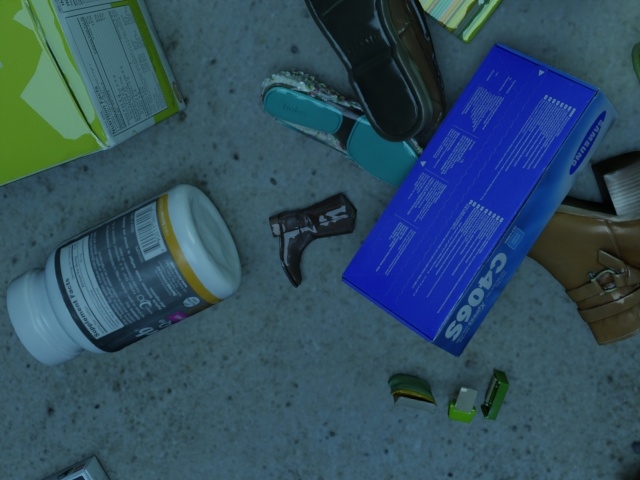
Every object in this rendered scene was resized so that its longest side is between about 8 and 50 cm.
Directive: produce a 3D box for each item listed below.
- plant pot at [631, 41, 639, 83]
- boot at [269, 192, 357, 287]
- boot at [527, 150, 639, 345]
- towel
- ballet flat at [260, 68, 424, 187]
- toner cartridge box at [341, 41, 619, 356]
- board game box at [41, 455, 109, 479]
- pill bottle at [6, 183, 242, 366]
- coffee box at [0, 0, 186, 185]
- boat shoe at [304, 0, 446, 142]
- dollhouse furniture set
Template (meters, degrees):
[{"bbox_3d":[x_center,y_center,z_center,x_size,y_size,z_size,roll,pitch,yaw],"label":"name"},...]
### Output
[{"bbox_3d":[0.541,-0.185,1.374,0.254,0.276,0.276,-36,97,4],"label":"plant pot"},{"bbox_3d":[0.000,0.000,1.598,0.114,0.037,0.106,-16,104,7],"label":"boot"},{"bbox_3d":[0.317,0.030,1.536,0.283,0.109,0.220,-20,105,5],"label":"boot"},{"bbox_3d":[0.119,-0.350,1.481,0.237,0.021,0.102,36,103,-10],"label":"towel"},{"bbox_3d":[0.039,-0.151,1.529,0.241,0.077,0.091,30,126,-2],"label":"ballet flat"},{"bbox_3d":[0.188,-0.051,1.449,0.165,0.075,0.348,35,92,38],"label":"toner cartridge box"},{"bbox_3d":[-0.412,0.460,1.764,0.305,0.053,0.193,-26,100,13],"label":"board game box"},{"bbox_3d":[-0.256,0.051,1.581,0.278,0.162,0.162,-26,100,14],"label":"pill bottle"},{"bbox_3d":[-0.407,-0.237,1.435,0.337,0.334,0.338,-18,101,12],"label":"coffee box"},{"bbox_3d":[0.064,-0.269,1.456,0.110,0.104,0.307,-14,99,34],"label":"boat shoe"},{"bbox_3d":[0.168,0.193,1.604,0.151,0.076,0.059,14,109,-6],"label":"dollhouse furniture set"}]
